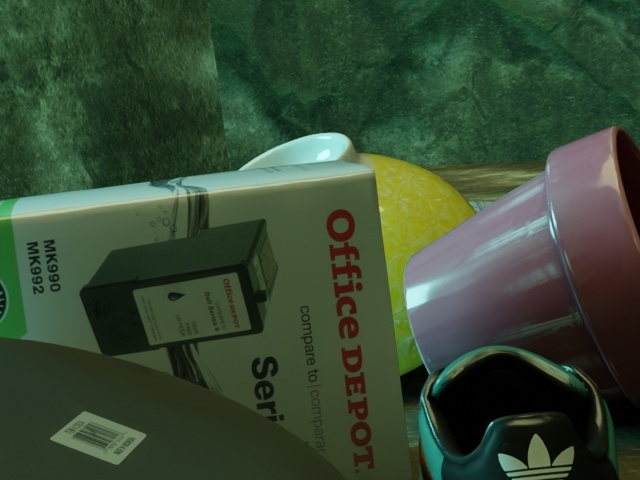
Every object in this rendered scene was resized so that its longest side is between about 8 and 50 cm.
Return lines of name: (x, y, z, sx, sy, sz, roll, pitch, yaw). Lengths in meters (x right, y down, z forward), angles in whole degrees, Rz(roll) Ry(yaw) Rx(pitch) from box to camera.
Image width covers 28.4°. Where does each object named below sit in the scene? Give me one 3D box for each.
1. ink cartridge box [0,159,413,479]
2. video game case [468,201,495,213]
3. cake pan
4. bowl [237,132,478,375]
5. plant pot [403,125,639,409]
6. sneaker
ink cartridge box: (-0.100, 0.068, 0.803, 0.289, 0.211, 0.121, -8, 7, -9)
video game case: (0.149, -0.007, 1.324, 0.183, 0.023, 0.201, 1, 16, -1)
cake pan: (-0.106, 0.117, 0.592, 0.293, 0.054, 0.293, 18, 10, -3)
bowl: (0.000, 0.000, 1.101, 0.289, 0.156, 0.289, -20, 22, 8)
plant pot: (0.168, 0.041, 0.920, 0.180, 0.201, 0.201, -21, 2, 21)
sneaker: (0.104, 0.106, 0.669, 0.108, 0.121, 0.302, -7, 7, 0)
